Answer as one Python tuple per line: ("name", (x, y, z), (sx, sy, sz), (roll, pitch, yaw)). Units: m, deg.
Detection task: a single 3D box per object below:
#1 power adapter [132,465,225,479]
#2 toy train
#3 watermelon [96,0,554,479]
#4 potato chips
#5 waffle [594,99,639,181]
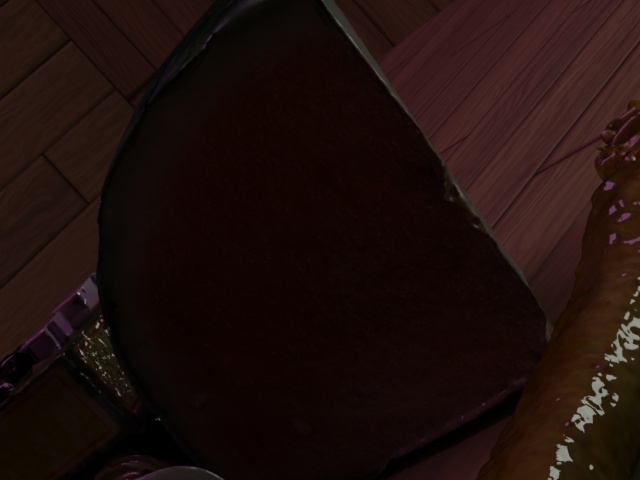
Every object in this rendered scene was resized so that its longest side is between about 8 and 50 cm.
("power adapter", (-0.102, 0.203, 0.756), (0.187, 0.124, 0.255), (-49, 11, -31))
("toy train", (-0.165, 0.150, 1.141), (0.261, 0.177, 0.134), (-39, 9, 29))
("watermelon", (-0.024, 0.011, 0.907), (0.222, 0.292, 0.319), (-38, 17, 2))
("potato chips", (0.086, 0.086, 0.644), (0.057, 0.080, 0.407), (-16, 20, 34))
("waffle", (0.255, -0.107, 0.944), (0.228, 0.051, 0.231), (-48, 9, -36))
